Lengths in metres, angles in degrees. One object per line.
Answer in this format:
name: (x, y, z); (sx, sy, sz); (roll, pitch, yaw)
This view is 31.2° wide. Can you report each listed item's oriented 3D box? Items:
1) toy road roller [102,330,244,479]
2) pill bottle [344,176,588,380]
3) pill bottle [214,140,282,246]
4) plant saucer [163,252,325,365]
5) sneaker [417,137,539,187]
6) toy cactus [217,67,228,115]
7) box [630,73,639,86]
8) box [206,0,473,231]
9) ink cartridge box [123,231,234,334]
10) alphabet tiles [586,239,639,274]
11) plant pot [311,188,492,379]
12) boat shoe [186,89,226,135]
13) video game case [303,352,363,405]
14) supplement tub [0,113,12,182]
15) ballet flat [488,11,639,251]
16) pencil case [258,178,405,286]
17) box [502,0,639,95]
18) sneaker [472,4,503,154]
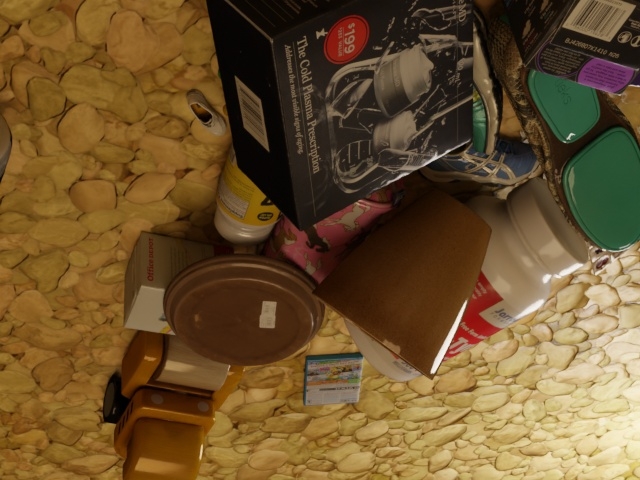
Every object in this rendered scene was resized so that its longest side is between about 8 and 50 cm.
toy road roller: (-0.289, 0.337, 2.234); (0.203, 0.240, 0.329); (13, 135, -23)
pill bottle: (0.252, 0.065, 2.021); (0.408, 0.229, 0.229); (-33, 133, 26)
pill bottle: (-0.103, -0.094, 1.866); (0.119, 0.119, 0.208); (6, 137, -16)
plant saucer: (-0.131, 0.128, 1.958); (0.278, 0.041, 0.277); (0, 135, 0)
sneaker: (0.268, -0.141, 1.903); (0.211, 0.080, 0.081); (-4, 142, -6)
toy cactus: (-0.062, -0.261, 1.710); (0.181, 0.112, 0.219); (-11, 131, -12)
box: (0.542, -0.351, 1.696); (0.184, 0.103, 0.261); (3, 138, -16)
box: (0.038, -0.242, 1.577); (0.313, 0.179, 0.343); (-29, 140, -19)
ink cartridge box: (-0.252, 0.083, 2.036); (0.176, 0.128, 0.127); (11, 136, -20)
alphabet tiles: (0.557, -0.066, 2.012); (0.237, 0.009, 0.198); (-36, 138, -8)
plant pot: (0.155, 0.053, 1.833); (0.237, 0.237, 0.254); (38, 87, -40)
boat shoe: (-0.179, -0.193, 1.805); (0.035, 0.035, 0.100); (-20, 137, 13)
video game case: (0.025, 0.292, 2.407); (0.119, 0.015, 0.166); (-3, 139, -6)
supplement tub: (-0.601, -0.070, 1.756); (0.194, 0.193, 0.316); (13, 134, -22)
ballet flat: (0.387, -0.182, 1.803); (0.164, 0.182, 0.483); (-36, 132, 2)
pencil case: (0.000, 0.000, 1.964); (0.167, 0.160, 0.386); (25, 131, -10)
box: (0.344, -0.348, 1.533); (0.165, 0.270, 0.143); (12, 135, -22)
sneaker: (0.221, -0.248, 1.778); (0.110, 0.107, 0.275); (-7, 133, 19)
